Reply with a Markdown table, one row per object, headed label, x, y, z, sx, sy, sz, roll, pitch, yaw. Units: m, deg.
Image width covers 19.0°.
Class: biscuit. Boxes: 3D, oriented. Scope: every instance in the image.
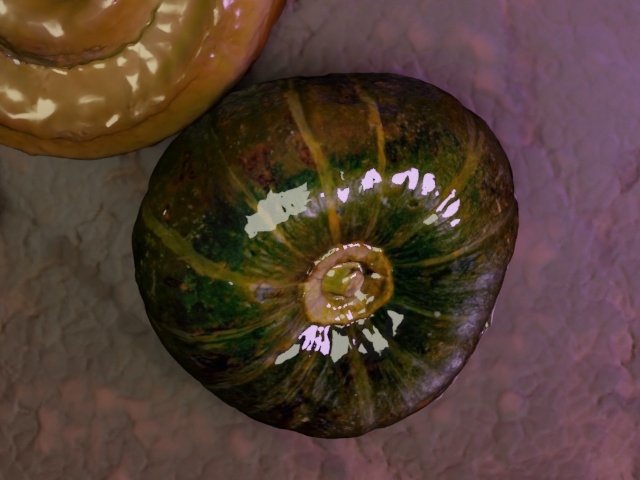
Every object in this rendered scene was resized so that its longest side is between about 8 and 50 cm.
| label | x | y | z | sx | sy | sz | roll | pitch | yaw |
| --- | --- | --- | --- | --- | --- | --- | --- | --- | --- |
| biscuit | -0.168 | -0.196 | 1.268 | 0.296 | 0.102 | 0.296 | 3 | 108 | 10 |

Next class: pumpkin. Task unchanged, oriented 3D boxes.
| label | x | y | z | sx | sy | sz | roll | pitch | yaw |
| --- | --- | --- | --- | --- | --- | --- | --- | --- | --- |
| pumpkin | -0.001 | -0.001 | 1.282 | 0.260 | 0.189 | 0.260 | -6 | 118 | -12 |
